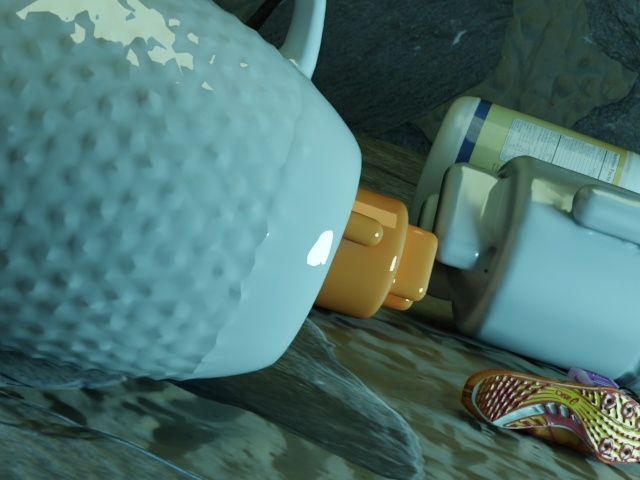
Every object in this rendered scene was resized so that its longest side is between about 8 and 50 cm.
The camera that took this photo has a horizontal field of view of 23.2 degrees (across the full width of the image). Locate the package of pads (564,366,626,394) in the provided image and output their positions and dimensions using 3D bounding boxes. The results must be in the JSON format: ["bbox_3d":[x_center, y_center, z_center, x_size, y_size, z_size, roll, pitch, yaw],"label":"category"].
[{"bbox_3d":[0.263,0.149,1.472,0.050,0.032,0.083,21,9,-8],"label":"package of pads"}]

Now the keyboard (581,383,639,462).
[{"bbox_3d":[0.309,0.187,1.381,0.192,0.038,0.100,22,33,13],"label":"keyboard"}]

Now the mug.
[{"bbox_3d":[-0.135,-0.096,1.039,0.328,0.374,0.276,24,-7,-10],"label":"mug"}]

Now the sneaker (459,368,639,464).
[{"bbox_3d":[0.201,0.141,1.304,0.175,0.064,0.067,20,-1,-12],"label":"sneaker"}]

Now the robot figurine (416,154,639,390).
[{"bbox_3d":[0.274,0.036,1.622,0.354,0.199,0.300,19,-26,-9],"label":"robot figurine"}]

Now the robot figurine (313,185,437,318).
[{"bbox_3d":[-0.001,0.001,1.515,0.219,0.128,0.158,19,20,-10],"label":"robot figurine"}]

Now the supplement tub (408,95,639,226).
[{"bbox_3d":[0.279,-0.028,1.935,0.316,0.228,0.228,20,9,6],"label":"supplement tub"}]
